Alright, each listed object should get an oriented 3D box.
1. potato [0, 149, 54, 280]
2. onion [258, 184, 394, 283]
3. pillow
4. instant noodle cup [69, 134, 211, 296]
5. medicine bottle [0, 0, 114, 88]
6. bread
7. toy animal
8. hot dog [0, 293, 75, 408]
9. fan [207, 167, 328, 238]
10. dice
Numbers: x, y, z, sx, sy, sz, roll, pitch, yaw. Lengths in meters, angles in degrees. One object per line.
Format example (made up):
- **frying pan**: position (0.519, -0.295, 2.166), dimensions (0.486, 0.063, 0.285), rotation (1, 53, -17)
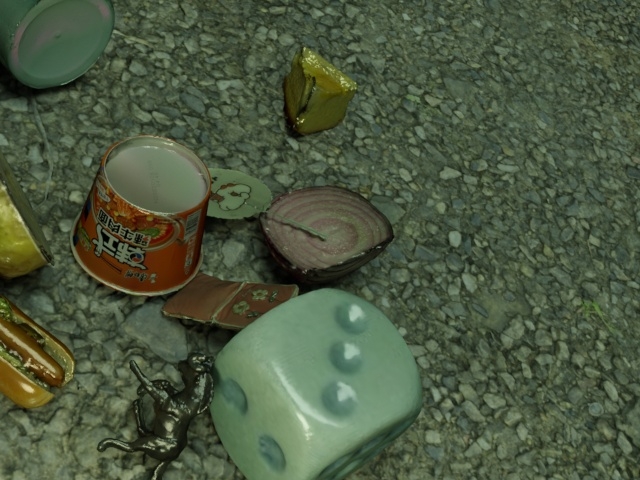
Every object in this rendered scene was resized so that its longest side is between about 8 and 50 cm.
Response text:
- **potato**: position (-0.666, -0.082, 1.772), dimensions (0.296, 0.290, 0.397), rotation (-25, 108, -9)
- **onion**: position (0.000, 0.000, 2.091), dimensions (0.250, 0.111, 0.247), rotation (-20, 43, -25)
- **pillow**: position (-0.160, 0.112, 1.888), dimensions (0.232, 0.043, 0.126), rotation (7, 34, 25)
- **instant noodle cup**: position (-0.308, -0.053, 1.894), dimensions (0.250, 0.192, 0.250), rotation (13, 46, -13)
- **medicine bottle**: position (-0.581, -0.477, 2.071), dimensions (0.245, 0.245, 0.290), rotation (-25, 60, -38)
- **bread**: position (-0.032, -0.322, 2.295), dimensions (0.169, 0.140, 0.160), rotation (37, 36, 10)
- **toy animal**: position (-0.254, 0.283, 1.702), dimensions (0.148, 0.084, 0.233), rotation (18, 85, 20)
- **hot dog**: position (-0.548, 0.134, 1.703), dimensions (0.337, 0.100, 0.135), rotation (37, 48, 4)
- **fan**: position (-0.129, -0.065, 2.064), dimensions (0.329, 0.009, 0.191), rotation (23, 34, 16)
- **dice**: position (-0.012, 0.257, 1.765), dimensions (0.268, 0.264, 0.262), rotation (-19, 65, -37)
